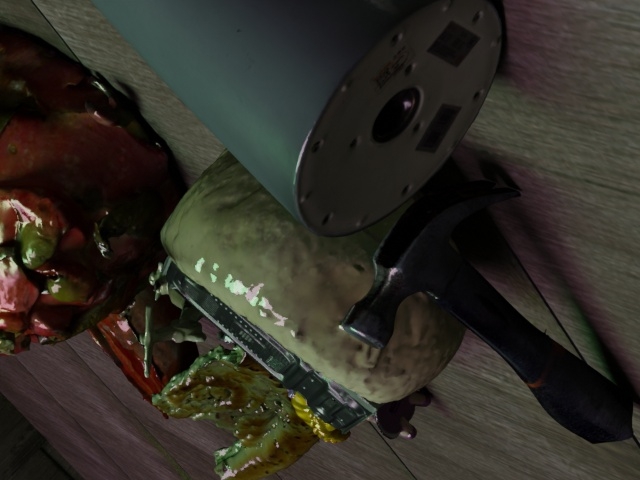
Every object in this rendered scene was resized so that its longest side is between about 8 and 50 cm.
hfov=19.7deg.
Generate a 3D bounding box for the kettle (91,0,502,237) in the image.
[{"bbox_3d":[-0.022,-0.132,1.079,0.243,0.160,0.210,41,-166,28],"label":"kettle"}]

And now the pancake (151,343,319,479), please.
[{"bbox_3d":[-0.077,0.175,1.902,0.197,0.054,0.376,0,151,2],"label":"pancake"}]

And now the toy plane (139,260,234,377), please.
[{"bbox_3d":[-0.108,0.053,1.641,0.108,0.092,0.286,7,-166,1],"label":"toy plane"}]

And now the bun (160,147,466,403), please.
[{"bbox_3d":[0.000,0.000,1.284,0.244,0.153,0.244,30,-176,-2],"label":"bun"}]

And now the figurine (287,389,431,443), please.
[{"bbox_3d":[0.009,0.133,1.712,0.156,0.094,0.115,14,158,48],"label":"figurine"}]

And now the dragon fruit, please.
[{"bbox_3d":[-0.307,-0.026,1.733,0.296,0.263,0.314,36,163,21],"label":"dragon fruit"}]

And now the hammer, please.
[{"bbox_3d":[0.136,0.063,1.251,0.037,0.137,0.290,23,169,47],"label":"hammer"}]

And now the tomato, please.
[{"bbox_3d":[-0.191,0.075,1.991,0.228,0.101,0.228,52,160,27],"label":"tomato"}]

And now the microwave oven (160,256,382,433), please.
[{"bbox_3d":[-0.012,0.043,1.486,0.208,0.122,0.162,41,163,1],"label":"microwave oven"}]
